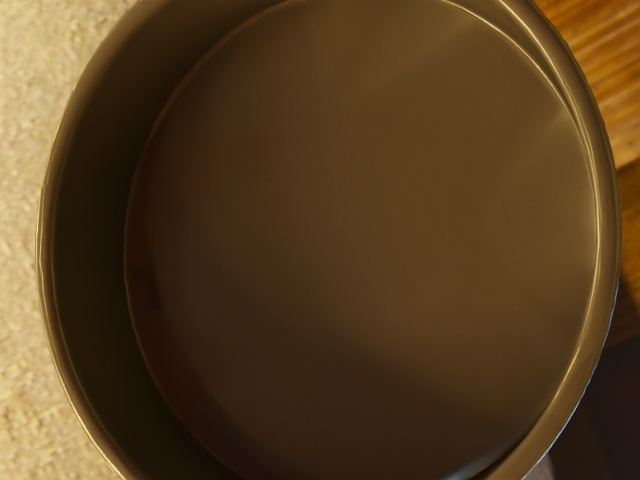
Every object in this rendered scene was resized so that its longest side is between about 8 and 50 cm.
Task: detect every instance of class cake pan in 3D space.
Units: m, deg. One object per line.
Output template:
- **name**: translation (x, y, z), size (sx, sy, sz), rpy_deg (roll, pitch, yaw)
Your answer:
- **cake pan**: translation (0.000, 0.000, 0.646), size (0.054, 0.293, 0.293), rpy_deg (8, -123, -64)
